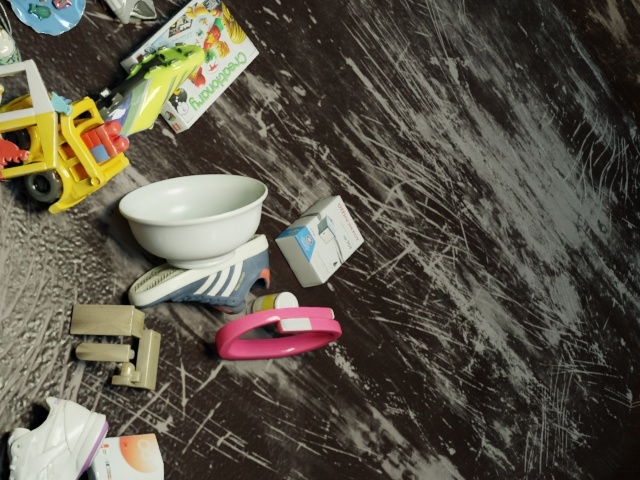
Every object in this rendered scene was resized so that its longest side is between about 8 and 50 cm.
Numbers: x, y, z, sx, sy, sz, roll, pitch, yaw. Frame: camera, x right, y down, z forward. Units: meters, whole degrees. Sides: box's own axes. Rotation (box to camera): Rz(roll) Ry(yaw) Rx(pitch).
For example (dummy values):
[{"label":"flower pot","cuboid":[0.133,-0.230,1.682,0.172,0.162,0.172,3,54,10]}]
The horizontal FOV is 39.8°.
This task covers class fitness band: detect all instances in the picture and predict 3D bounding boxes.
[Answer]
[{"label":"fitness band","cuboid":[-0.090,0.203,1.907,0.291,0.209,0.054,6,63,-43]}]

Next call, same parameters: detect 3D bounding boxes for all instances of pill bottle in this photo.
[{"label":"pill bottle","cuboid":[-0.109,0.152,1.961,0.065,0.116,0.065,11,74,-42]}]

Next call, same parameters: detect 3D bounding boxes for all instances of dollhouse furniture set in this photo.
[{"label":"dollhouse furniture set","cuboid":[-0.402,0.211,1.728,0.151,0.123,0.144,54,38,-70]}]

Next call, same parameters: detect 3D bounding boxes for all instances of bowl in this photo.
[{"label":"bowl","cuboid":[-0.249,-0.030,1.781,0.298,0.298,0.134,-25,120,-44]}]

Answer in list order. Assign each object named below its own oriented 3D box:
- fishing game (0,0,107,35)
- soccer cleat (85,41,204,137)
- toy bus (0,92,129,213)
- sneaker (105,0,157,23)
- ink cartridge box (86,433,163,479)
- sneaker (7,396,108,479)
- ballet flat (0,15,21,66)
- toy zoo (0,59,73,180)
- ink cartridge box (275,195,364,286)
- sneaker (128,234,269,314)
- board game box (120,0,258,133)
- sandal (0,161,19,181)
[{"label":"fishing game","cuboid":[-0.540,-0.501,1.737,0.264,0.041,0.189,-30,105,-44]},{"label":"soccer cleat","cuboid":[-0.350,-0.297,1.808,0.289,0.093,0.121,-41,136,-19]},{"label":"toy bus","cuboid":[-0.452,-0.189,1.614,0.220,0.211,0.149,61,29,-14]},{"label":"sneaker","cuboid":[-0.376,-0.540,1.887,0.228,0.086,0.132,-54,129,-34]},{"label":"ink cartridge box","cuboid":[-0.358,0.455,1.657,0.145,0.045,0.179,5,48,-43]},{"label":"sneaker","cuboid":[-0.506,0.418,1.550,0.152,0.114,0.305,31,63,-6]},{"label":"ballet flat","cuboid":[-0.610,-0.393,1.625,0.070,0.070,0.188,-39,106,-42]},{"label":"toy zoo","cuboid":[-0.574,-0.197,1.519,0.293,0.030,0.192,-11,90,-5]},{"label":"ink cartridge box","cuboid":[0.000,0.000,2.127,0.191,0.082,0.139,-44,112,-39]},{"label":"sneaker","cuboid":[-0.235,0.103,1.848,0.350,0.131,0.148,-23,109,-39]},{"label":"board game box","cuboid":[-0.282,-0.405,1.957,0.193,0.053,0.305,52,51,-23]},{"label":"sandal","cuboid":[-0.610,-0.181,1.599,0.179,0.040,0.067,57,48,-19]}]
